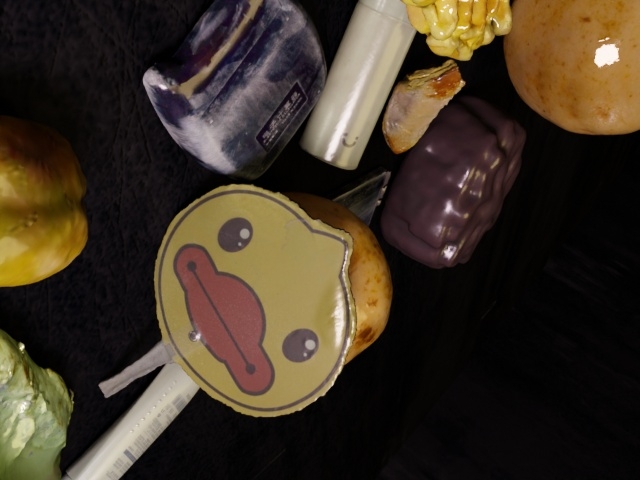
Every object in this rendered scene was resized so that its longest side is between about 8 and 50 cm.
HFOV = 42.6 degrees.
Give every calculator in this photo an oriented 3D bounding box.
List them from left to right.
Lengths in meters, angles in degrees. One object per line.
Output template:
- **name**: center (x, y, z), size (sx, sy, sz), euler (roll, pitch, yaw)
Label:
- **calculator**: center (-0.064, -0.146, 0.779), size (0.177, 0.040, 0.268), euler (-54, 163, -2)
- **calculator**: center (0.000, 0.000, 1.127), size (0.261, 0.021, 0.161), euler (-29, 146, -47)

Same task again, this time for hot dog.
- **hot dog**: center (0.125, -0.186, 1.069), size (0.078, 0.061, 0.169), euler (4, 146, -29)

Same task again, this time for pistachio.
- **pistachio**: center (-0.217, -0.022, 0.545), size (0.100, 0.110, 0.189), euler (-29, 167, 21)

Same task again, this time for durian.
- **durian**: center (-0.310, 0.183, 0.693), size (0.394, 0.163, 0.198), euler (73, 16, -68)

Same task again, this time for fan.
- **fan**: center (-0.102, 0.082, 0.815), size (0.335, 0.230, 0.011), euler (-33, 176, 23)

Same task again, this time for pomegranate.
- **pomegranate**: center (-0.032, 0.051, 0.915), size (0.215, 0.215, 0.215), euler (-44, 155, -27)
- **pomegranate**: center (0.419, -0.306, 1.207), size (0.307, 0.307, 0.307), euler (-44, 155, -27)

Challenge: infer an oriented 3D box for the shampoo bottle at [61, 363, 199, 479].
- **shampoo bottle**: center (-0.222, 0.225, 0.948), size (0.212, 0.049, 0.072), euler (-47, 160, -23)

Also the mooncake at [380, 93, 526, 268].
- **mooncake**: center (0.224, -0.087, 1.312), size (0.283, 0.141, 0.283), euler (-47, 158, -26)

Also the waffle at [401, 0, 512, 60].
- **waffle**: center (0.140, -0.326, 0.826), size (0.309, 0.065, 0.283), euler (53, 53, -53)

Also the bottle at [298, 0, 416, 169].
- **bottle**: center (0.046, -0.182, 0.892), size (0.072, 0.072, 0.202), euler (-11, 128, -60)
